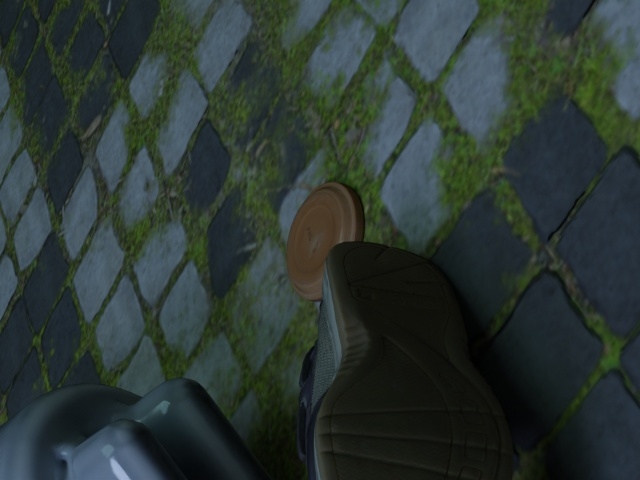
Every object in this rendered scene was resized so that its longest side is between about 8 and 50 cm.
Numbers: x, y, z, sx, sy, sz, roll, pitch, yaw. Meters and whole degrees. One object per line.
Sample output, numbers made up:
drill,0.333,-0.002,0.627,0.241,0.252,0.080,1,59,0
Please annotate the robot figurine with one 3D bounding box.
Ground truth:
robot figurine,-0.190,0.232,0.952,0.353,0.300,0.200,-37,86,27

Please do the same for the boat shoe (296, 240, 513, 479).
boat shoe,0.037,0.105,0.761,0.285,0.103,0.092,-98,17,-58

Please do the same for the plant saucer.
plant saucer,0.000,0.000,0.960,0.083,0.013,0.083,-29,53,49
